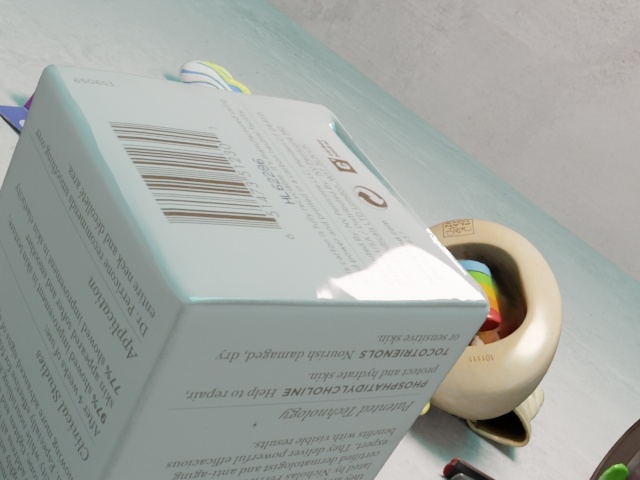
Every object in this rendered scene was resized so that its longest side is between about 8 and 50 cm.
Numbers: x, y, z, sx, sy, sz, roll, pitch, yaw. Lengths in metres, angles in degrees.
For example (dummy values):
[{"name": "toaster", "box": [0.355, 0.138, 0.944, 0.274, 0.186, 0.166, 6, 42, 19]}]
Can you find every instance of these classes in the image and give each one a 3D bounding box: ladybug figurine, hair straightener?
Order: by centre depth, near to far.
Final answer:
[{"name": "hair straightener", "box": [0.283, 0.415, 1.583, 0.230, 0.047, 0.089, 37, 19, -12]}, {"name": "ladybug figurine", "box": [0.257, 0.135, 1.808, 0.449, 0.305, 0.161, -86, 166, -50]}]

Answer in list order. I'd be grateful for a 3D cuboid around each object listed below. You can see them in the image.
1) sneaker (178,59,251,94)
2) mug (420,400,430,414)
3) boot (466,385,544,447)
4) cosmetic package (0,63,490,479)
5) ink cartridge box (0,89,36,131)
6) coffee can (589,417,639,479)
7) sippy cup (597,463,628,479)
[{"name": "sneaker", "box": [-0.208, -0.311, 2.356, 0.240, 0.091, 0.126, 30, 21, -19]}, {"name": "mug", "box": [0.122, 0.250, 1.642, 0.062, 0.078, 0.064, 60, 29, -4]}, {"name": "boot", "box": [0.277, 0.247, 1.881, 0.262, 0.095, 0.203, 41, 21, 5]}, {"name": "cosmetic package", "box": [-0.126, 0.097, 1.013, 0.328, 0.393, 0.329, 2, 39, -40]}, {"name": "ink cartridge box", "box": [-0.329, -0.160, 1.800, 0.324, 0.071, 0.330, 38, 18, 21]}, {"name": "coffee can", "box": [0.627, 0.454, 1.818, 0.275, 0.201, 0.201, 39, 19, 8]}, {"name": "sippy cup", "box": [0.548, 0.454, 1.558, 0.305, 0.224, 0.240, 38, -2, 10]}]
